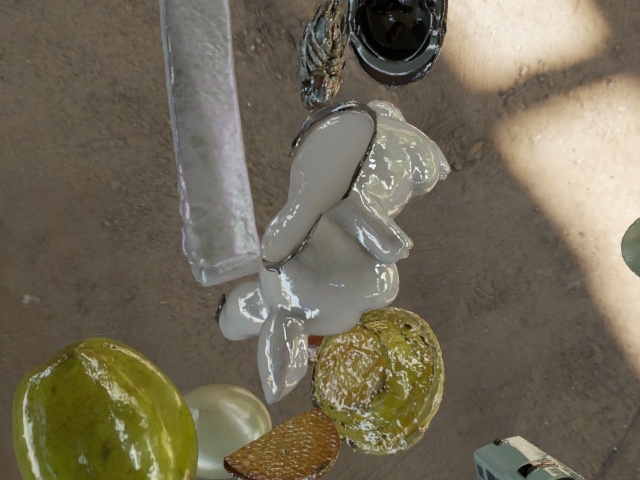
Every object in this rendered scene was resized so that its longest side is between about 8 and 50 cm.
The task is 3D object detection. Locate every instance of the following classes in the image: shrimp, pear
[{"bbox_3d":[0.006,-0.327,1.050,0.090,0.079,0.233,8,97,-31],"label":"shrimp"},{"bbox_3d":[-0.318,0.301,0.942,0.253,0.253,0.307,-32,93,1],"label":"pear"}]

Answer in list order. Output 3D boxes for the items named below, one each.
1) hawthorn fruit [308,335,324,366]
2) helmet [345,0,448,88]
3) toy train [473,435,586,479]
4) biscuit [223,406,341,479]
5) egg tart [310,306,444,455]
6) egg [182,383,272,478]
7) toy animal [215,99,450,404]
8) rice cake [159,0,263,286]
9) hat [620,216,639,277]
[{"bbox_3d":[0.045,0.236,1.616,0.251,0.199,0.200,2,86,30],"label":"hawthorn fruit"},{"bbox_3d":[0.182,-0.518,1.436,0.225,0.177,0.305,8,124,20],"label":"helmet"},{"bbox_3d":[0.157,0.172,0.377,0.043,0.207,0.047,-14,97,-11],"label":"toy train"},{"bbox_3d":[-0.044,0.339,1.004,0.126,0.206,0.025,28,122,38],"label":"biscuit"},{"bbox_3d":[0.095,0.279,1.327,0.341,0.132,0.341,-18,59,34],"label":"egg tart"},{"bbox_3d":[-0.244,0.449,1.499,0.269,0.219,0.219,-15,85,31],"label":"egg"},{"bbox_3d":[0.006,-0.001,0.679,0.325,0.208,0.154,-47,128,1],"label":"toy animal"},{"bbox_3d":[-0.108,-0.142,0.576,0.072,0.056,0.365,-7,89,-15],"label":"rice cake"},{"bbox_3d":[0.759,-0.023,1.299,0.257,0.257,0.130,24,52,4],"label":"hat"}]
